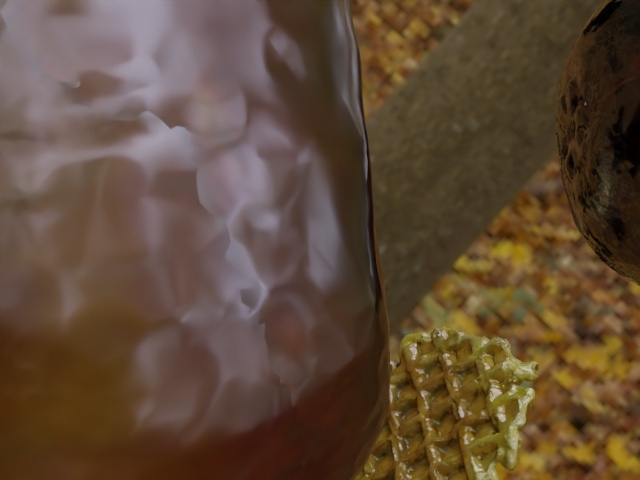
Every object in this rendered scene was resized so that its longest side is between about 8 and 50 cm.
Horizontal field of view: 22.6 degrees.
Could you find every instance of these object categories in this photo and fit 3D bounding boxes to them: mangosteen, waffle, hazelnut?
[{"bbox_3d":[0.256,-0.063,1.012,0.216,0.216,0.216,37,15,-12],"label":"mangosteen"},{"bbox_3d":[0.128,0.244,1.988,0.068,0.302,0.325,41,-22,-30],"label":"waffle"},{"bbox_3d":[-0.153,-0.023,0.736,0.402,0.402,0.429,-28,110,-74],"label":"hazelnut"}]
